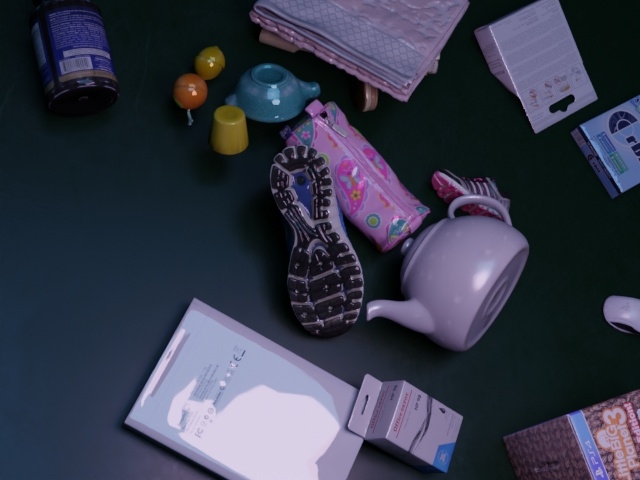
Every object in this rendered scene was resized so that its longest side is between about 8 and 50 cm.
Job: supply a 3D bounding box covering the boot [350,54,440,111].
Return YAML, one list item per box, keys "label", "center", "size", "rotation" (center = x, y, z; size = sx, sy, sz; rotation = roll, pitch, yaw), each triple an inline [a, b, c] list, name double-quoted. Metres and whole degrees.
- label: "boot"
  center: [0.142, -0.326, 1.936]
  size: [0.165, 0.077, 0.213]
  rotation: [8, 62, -15]

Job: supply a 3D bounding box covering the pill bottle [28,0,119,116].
- label: "pill bottle"
  center: [-0.416, -0.328, 1.730]
  size: [0.123, 0.123, 0.219]
  rotation: [-10, 75, -21]

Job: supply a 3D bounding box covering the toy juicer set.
- label: "toy juicer set"
  center: [-0.117, -0.277, 1.834]
  size: [0.209, 0.089, 0.329]
  rotation: [36, 52, 26]

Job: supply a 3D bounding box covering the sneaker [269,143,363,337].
- label: "sneaker"
  center: [0.000, 0.000, 1.746]
  size: [0.130, 0.147, 0.329]
  rotation: [-9, 96, 5]

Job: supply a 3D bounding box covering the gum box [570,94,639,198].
- label: "gum box"
  center: [0.613, -0.190, 2.065]
  size: [0.184, 0.041, 0.157]
  rotation: [-27, 82, -23]

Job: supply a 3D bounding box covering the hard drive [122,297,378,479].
- label: "hard drive"
  center: [-0.105, 0.277, 1.664]
  size: [0.353, 0.047, 0.233]
  rotation: [30, 65, -6]

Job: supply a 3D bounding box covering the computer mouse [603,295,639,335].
- label: "computer mouse"
  center: [0.623, 0.154, 1.948]
  size: [0.193, 0.042, 0.106]
  rotation: [19, 68, -11]

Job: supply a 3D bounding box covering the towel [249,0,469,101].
- label: "towel"
  center: [0.078, -0.430, 1.903]
  size: [0.332, 0.053, 0.317]
  rotation: [28, 51, 4]

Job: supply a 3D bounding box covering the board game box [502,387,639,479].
- label: "board game box"
  center: [0.499, 0.337, 1.740]
  size: [0.291, 0.232, 0.141]
  rotation: [-14, 76, -22]

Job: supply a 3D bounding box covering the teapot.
- label: "teapot"
  center: [0.225, 0.049, 1.766]
  size: [0.187, 0.256, 0.252]
  rotation: [32, 104, 20]

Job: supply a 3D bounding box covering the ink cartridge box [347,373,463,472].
- label: "ink cartridge box"
  center: [0.141, 0.299, 1.698]
  size: [0.180, 0.060, 0.104]
  rotation: [33, 64, -28]

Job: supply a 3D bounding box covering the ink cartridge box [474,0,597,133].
- label: "ink cartridge box"
  center: [0.431, -0.351, 2.068]
  size: [0.189, 0.066, 0.232]
  rotation: [-29, 104, -25]

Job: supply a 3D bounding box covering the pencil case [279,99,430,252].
- label: "pencil case"
  center: [0.061, -0.114, 1.815]
  size: [0.124, 0.124, 0.284]
  rotation: [-39, 88, -25]

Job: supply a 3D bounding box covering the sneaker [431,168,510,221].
- label: "sneaker"
  center: [0.283, -0.094, 1.913]
  size: [0.170, 0.063, 0.074]
  rotation: [28, 66, -13]
